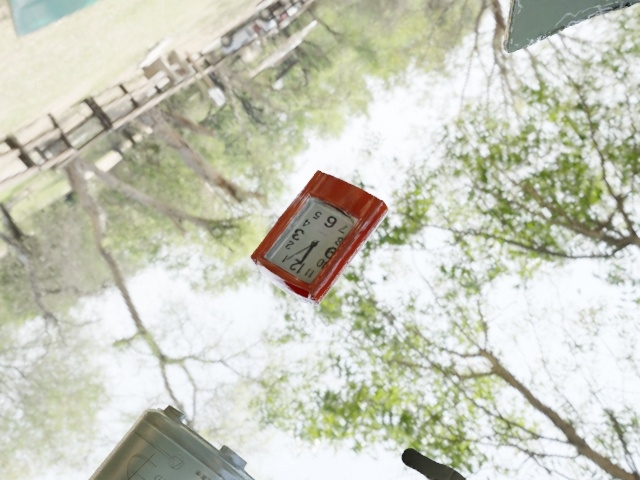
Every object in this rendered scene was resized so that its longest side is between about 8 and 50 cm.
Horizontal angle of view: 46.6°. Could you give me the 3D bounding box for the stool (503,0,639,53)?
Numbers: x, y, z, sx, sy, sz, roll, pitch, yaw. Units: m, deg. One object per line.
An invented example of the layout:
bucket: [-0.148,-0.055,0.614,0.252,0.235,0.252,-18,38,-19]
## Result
stool: [0.238,-0.154,0.366,0.170,0.243,0.269,-21,145,-12]

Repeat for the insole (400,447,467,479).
insole: [0.199,0.398,1.268,0.045,0.135,0.002,-65,163,5]

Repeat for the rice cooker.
rice cooker: [-0.210,0.373,1.017,0.241,0.280,0.227,24,-115,34]

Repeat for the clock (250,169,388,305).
clock: [0.000,0.000,0.934,0.113,0.061,0.155,29,-107,33]
